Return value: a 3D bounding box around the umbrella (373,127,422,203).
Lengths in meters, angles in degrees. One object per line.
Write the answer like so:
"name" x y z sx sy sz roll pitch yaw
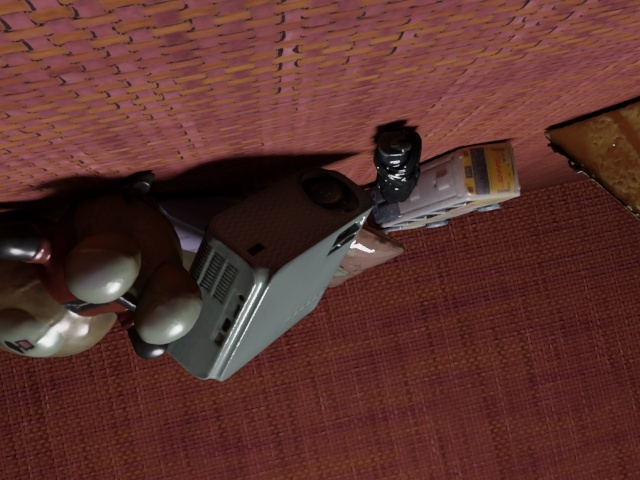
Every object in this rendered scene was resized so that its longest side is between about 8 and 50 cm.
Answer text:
"umbrella" 0.091 -0.089 0.918 0.059 0.066 0.236 -7 175 5

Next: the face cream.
"face cream" -0.163 -0.024 1.058 0.274 0.096 0.154 7 169 -40

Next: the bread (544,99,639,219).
"bread" 0.522 -0.049 1.104 0.346 0.404 0.242 5 157 -38

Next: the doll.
"doll" -0.279 0.036 0.868 0.330 0.174 0.235 -17 143 33

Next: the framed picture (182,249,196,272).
"framed picture" -0.175 0.066 1.495 0.213 0.016 0.289 3 149 4

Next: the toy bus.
"toy bus" 0.194 -0.078 1.302 0.138 0.097 0.342 -9 176 -25

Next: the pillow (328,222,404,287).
"pillow" 0.000 0.000 1.415 0.223 0.084 0.236 32 147 -23

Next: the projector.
"projector" -0.064 0.031 0.946 0.250 0.108 0.198 -34 158 -50
